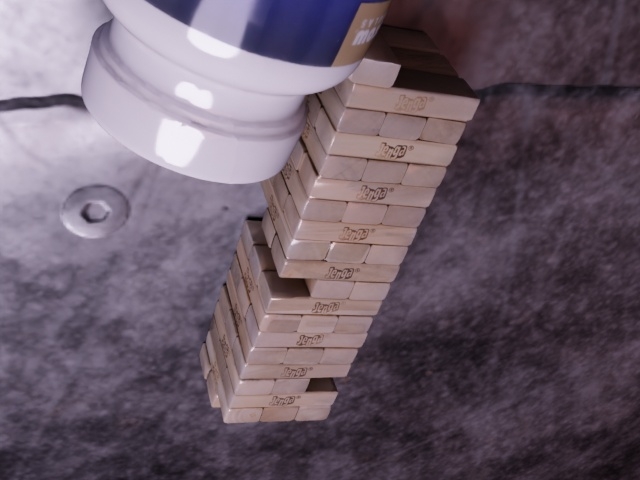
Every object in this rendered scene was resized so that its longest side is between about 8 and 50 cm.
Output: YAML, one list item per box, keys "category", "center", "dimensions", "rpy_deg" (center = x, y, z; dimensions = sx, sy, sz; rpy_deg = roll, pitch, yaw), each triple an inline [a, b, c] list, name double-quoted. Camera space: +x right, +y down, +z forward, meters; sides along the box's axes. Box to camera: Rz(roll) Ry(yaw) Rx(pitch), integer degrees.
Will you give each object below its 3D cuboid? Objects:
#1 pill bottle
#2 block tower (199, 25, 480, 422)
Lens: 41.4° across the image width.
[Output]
- category: "pill bottle"
  center: [-0.024, -0.168, 0.416]
  dimensions: [0.153, 0.153, 0.265]
  rpy_deg: [9, 127, -27]
- category: "block tower"
  center: [0.000, 0.000, 0.616]
  dimensions: [0.097, 0.091, 0.336]
  rpy_deg: [3, 129, -24]
